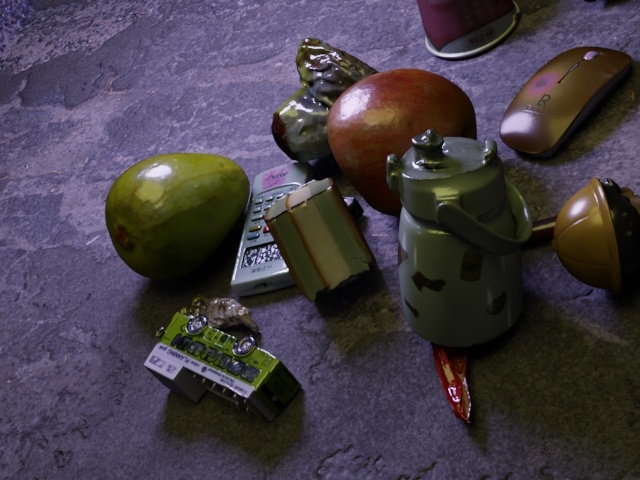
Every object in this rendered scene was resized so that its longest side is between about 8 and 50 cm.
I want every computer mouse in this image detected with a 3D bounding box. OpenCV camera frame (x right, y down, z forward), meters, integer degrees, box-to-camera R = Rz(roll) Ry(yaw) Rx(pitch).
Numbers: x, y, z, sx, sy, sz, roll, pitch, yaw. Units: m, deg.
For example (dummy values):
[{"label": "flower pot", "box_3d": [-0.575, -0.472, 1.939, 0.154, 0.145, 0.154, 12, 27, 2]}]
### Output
[{"label": "computer mouse", "box_3d": [0.484, -0.289, 1.976, 0.310, 0.072, 0.158, -45, 42, -16]}]

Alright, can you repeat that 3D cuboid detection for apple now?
[{"label": "apple", "box_3d": [0.173, -0.196, 1.919, 0.301, 0.301, 0.301, -19, 41, 17]}]

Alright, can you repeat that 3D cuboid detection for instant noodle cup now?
[{"label": "instant noodle cup", "box_3d": [0.320, -0.556, 2.280, 0.235, 0.178, 0.234, -18, 39, 16]}]

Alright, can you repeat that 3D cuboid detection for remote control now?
[{"label": "remote control", "box_3d": [-0.096, -0.032, 2.115, 0.145, 0.050, 0.344, -14, 43, 22]}]

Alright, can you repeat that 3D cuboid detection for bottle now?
[{"label": "bottle", "box_3d": [0.230, -0.022, 1.620, 0.229, 0.351, 0.229, -6, 34, 4]}]

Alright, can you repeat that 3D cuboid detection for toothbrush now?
[{"label": "toothbrush", "box_3d": [0.392, -0.016, 1.776, 0.364, 0.041, 0.041, -16, 42, 21]}]

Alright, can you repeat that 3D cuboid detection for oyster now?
[{"label": "oyster", "box_3d": [-0.202, 0.137, 2.000, 0.200, 0.061, 0.106, -7, 44, 29]}]

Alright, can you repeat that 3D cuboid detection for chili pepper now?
[{"label": "chili pepper", "box_3d": [0.218, 0.206, 1.657, 0.059, 0.050, 0.268, 9, 41, -15]}]

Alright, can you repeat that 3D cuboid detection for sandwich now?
[{"label": "sandwich", "box_3d": [0.001, 0.000, 1.927, 0.155, 0.198, 0.227, -28, 9, 4]}]

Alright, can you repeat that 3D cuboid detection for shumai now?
[{"label": "shumai", "box_3d": [0.034, -0.268, 2.167, 0.263, 0.304, 0.309, -57, 10, 7]}]

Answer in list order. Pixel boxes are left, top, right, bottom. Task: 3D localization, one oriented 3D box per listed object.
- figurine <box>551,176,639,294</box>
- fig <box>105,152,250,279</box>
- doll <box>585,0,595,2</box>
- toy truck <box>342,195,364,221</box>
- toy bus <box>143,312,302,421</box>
[{"label": "figurine", "box_3d": [0.497, -0.022, 1.617, 0.257, 0.192, 0.167, -20, 6, -21]}, {"label": "fig", "box_3d": [-0.299, -0.072, 2.142, 0.326, 0.258, 0.258, -35, 36, -30]}, {"label": "doll", "box_3d": [0.616, -0.636, 2.213, 0.182, 0.117, 0.257, -15, 43, 19]}, {"label": "toy truck", "box_3d": [0.028, -0.035, 2.033, 0.123, 0.052, 0.063, -48, 35, -16]}, {"label": "toy bus", "box_3d": [-0.185, 0.238, 1.850, 0.302, 0.113, 0.139, 17, 63, 42]}]
